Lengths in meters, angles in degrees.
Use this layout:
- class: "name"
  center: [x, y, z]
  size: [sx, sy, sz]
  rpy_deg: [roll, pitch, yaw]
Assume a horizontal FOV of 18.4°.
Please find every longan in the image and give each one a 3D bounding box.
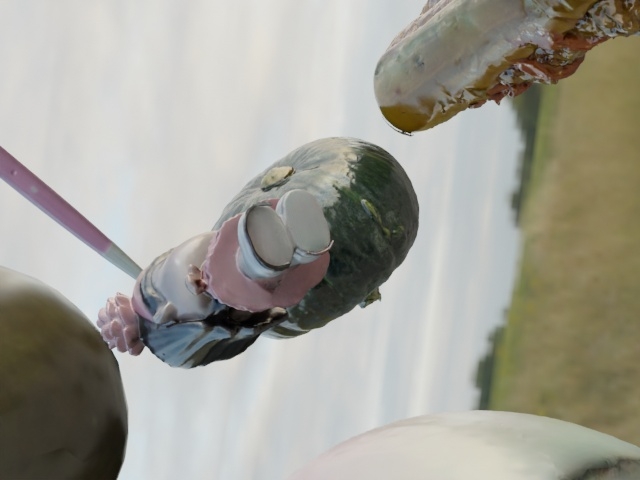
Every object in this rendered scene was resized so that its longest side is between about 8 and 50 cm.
- class: "longan"
  center: [-0.187, 0.090, 1.018]
  size: [0.189, 0.189, 0.189]
  rpy_deg: [7, -90, -82]

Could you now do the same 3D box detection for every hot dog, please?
- class: "hot dog"
  center: [0.167, -0.178, 1.550]
  size: [0.158, 0.117, 0.349]
  rpy_deg: [-51, 10, -29]

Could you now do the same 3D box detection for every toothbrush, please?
- class: "toothbrush"
  center: [-0.181, -0.008, 1.513]
  size: [0.020, 0.286, 0.025]
  rpy_deg: [-51, 26, -4]

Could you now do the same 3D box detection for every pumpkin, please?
- class: "pumpkin"
  center: [-0.002, -0.001, 1.769]
  size: [0.152, 0.211, 0.212]
  rpy_deg: [55, -151, -24]

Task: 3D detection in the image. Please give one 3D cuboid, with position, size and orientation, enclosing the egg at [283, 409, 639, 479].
- class: "egg"
  center: [0.060, 0.281, 1.283]
  size: [0.354, 0.339, 0.355]
  rpy_deg: [-5, -83, -46]

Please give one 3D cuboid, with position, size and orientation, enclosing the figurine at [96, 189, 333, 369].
- class: "figurine"
  center: [-0.041, 0.021, 0.823]
  size: [0.129, 0.072, 0.054]
  rpy_deg: [-29, 85, 60]
